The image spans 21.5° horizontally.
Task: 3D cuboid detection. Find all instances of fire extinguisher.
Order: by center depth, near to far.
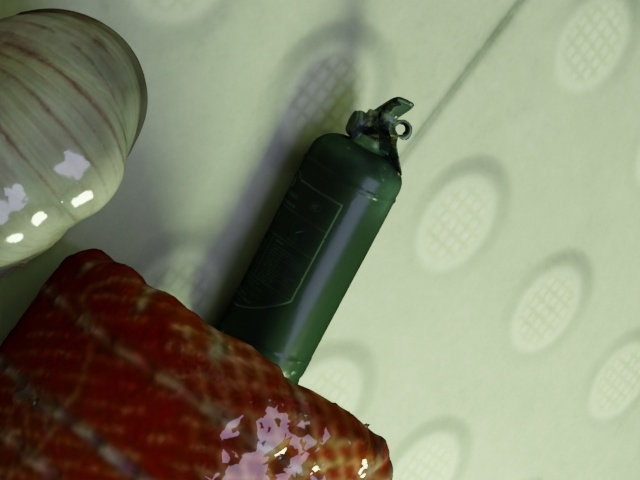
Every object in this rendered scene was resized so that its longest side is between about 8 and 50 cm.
[{"bbox_3d":[0.000,0.000,1.570,0.095,0.114,0.311,25,98,-12],"label":"fire extinguisher"}]

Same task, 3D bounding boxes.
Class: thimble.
[{"bbox_3d":[-0.126,0.181,1.388,0.230,0.350,0.350,-56,140,-6],"label":"thimble"}]

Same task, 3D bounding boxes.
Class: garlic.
[{"bbox_3d":[-0.251,-0.106,1.211,0.245,0.245,0.253,-37,102,-20],"label":"garlic"}]
